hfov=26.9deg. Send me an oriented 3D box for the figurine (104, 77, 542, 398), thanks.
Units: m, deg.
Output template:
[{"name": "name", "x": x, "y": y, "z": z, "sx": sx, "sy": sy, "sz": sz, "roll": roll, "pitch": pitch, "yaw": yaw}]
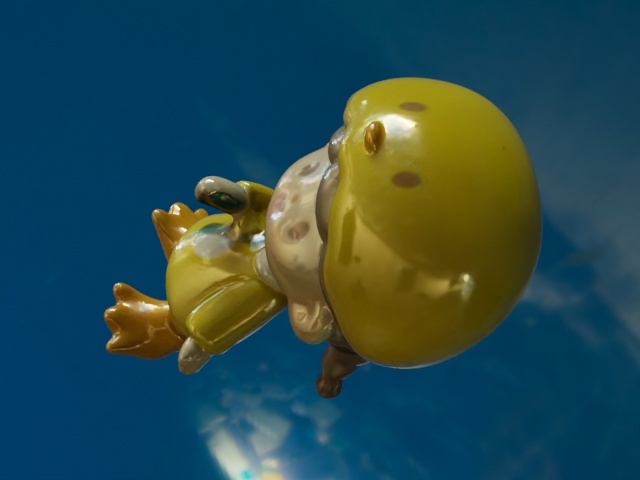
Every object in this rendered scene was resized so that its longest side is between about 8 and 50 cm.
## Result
[{"name": "figurine", "x": 0.000, "y": 0.000, "z": 0.988, "sx": 0.343, "sy": 0.187, "sz": 0.215, "roll": -13, "pitch": -123, "yaw": 38}]
